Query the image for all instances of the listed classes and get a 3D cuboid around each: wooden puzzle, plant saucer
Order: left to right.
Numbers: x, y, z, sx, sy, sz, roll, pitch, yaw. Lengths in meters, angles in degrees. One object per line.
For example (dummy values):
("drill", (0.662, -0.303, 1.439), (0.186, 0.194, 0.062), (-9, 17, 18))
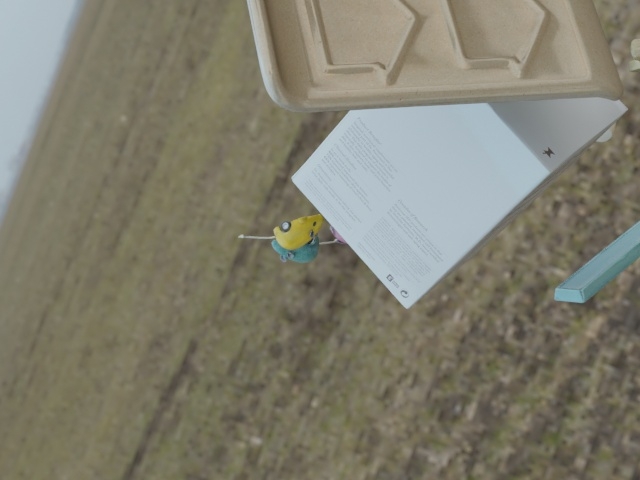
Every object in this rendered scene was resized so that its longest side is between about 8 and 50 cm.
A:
("wooden puzzle", (0.085, -0.248, 1.385), (0.080, 0.348, 0.322), (115, 148, -55))
("plant saucer", (0.390, 0.021, 1.944), (0.192, 0.018, 0.067), (-37, 16, -21))

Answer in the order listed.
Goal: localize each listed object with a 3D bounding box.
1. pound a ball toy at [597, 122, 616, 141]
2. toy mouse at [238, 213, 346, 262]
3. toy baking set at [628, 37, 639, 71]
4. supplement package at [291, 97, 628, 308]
("pound a ball toy", (0.223, -0.128, 1.967), (0.319, 0.208, 0.135), (-31, 40, 20))
("toy mouse", (0.000, 0.000, 1.798), (0.143, 0.161, 0.031), (35, -141, -69))
("toy baking set", (0.358, -0.167, 1.154), (0.197, 0.256, 0.030), (158, 103, -87))
("supplement package", (0.149, -0.103, 1.605), (0.198, 0.199, 0.262), (-34, -10, -48))
